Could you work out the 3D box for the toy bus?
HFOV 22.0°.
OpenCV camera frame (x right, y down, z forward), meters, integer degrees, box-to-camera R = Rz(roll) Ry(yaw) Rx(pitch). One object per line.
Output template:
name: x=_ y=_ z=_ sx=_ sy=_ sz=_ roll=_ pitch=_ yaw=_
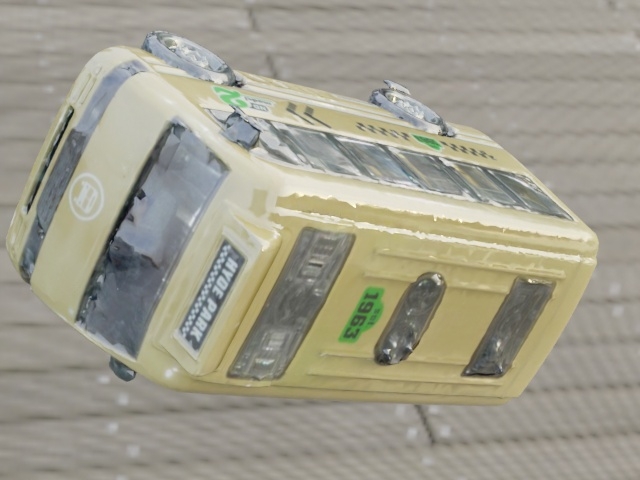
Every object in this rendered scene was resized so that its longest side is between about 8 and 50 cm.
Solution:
toy bus: x=0.000 y=0.000 z=1.043 sx=0.365 sy=0.177 sz=0.202 roll=7 pitch=27 yaw=-46
